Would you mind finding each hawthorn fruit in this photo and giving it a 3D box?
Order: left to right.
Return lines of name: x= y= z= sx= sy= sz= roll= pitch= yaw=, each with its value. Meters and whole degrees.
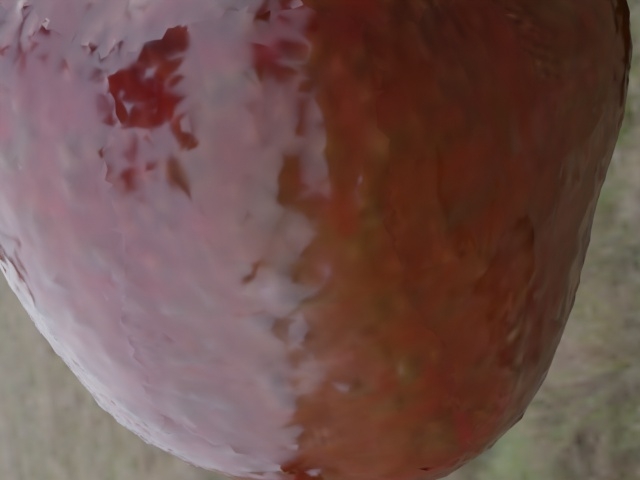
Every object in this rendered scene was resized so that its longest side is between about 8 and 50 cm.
hawthorn fruit: x=0.000 y=0.000 z=0.447 sx=0.162 sy=0.162 sz=0.203 roll=-123 pitch=22 yaw=-61
